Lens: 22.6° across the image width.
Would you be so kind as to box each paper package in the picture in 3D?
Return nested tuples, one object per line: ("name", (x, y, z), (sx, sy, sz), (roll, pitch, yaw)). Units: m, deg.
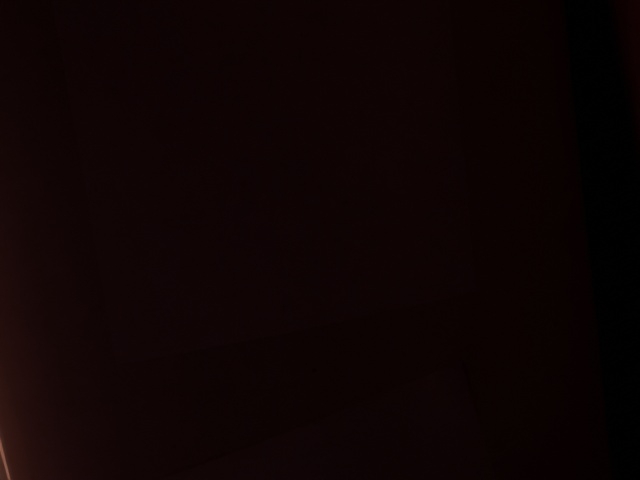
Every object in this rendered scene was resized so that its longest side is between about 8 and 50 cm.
("paper package", (-0.042, -0.008, 0.530), (0.309, 0.168, 0.324), (-131, 29, -65))
